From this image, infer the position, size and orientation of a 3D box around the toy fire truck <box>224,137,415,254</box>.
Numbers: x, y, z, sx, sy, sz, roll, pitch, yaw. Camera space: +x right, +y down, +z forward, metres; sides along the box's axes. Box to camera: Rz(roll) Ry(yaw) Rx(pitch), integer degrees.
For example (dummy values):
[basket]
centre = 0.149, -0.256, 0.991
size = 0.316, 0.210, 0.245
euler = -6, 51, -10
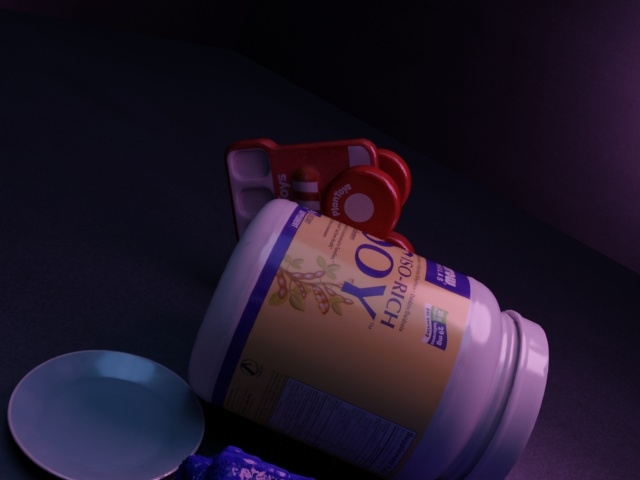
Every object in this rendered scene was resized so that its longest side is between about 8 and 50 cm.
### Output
[toy fire truck]
centre = 0.000, 0.000, 0.874
size = 0.254, 0.302, 0.169
euler = -1, 18, 15

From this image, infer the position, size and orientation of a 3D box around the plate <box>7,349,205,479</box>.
[plate]
centre = -0.210, 0.177, 0.610
size = 0.188, 0.024, 0.188
euler = 19, 22, -8

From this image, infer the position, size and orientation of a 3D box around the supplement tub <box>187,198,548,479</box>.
[supplement tub]
centre = 0.049, 0.120, 0.681
size = 0.331, 0.241, 0.241
euler = 23, 23, 1

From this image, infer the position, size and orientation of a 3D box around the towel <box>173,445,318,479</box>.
[towel]
centre = 0.039, 0.276, 0.446
size = 0.308, 0.076, 0.227
euler = 29, 17, -28
